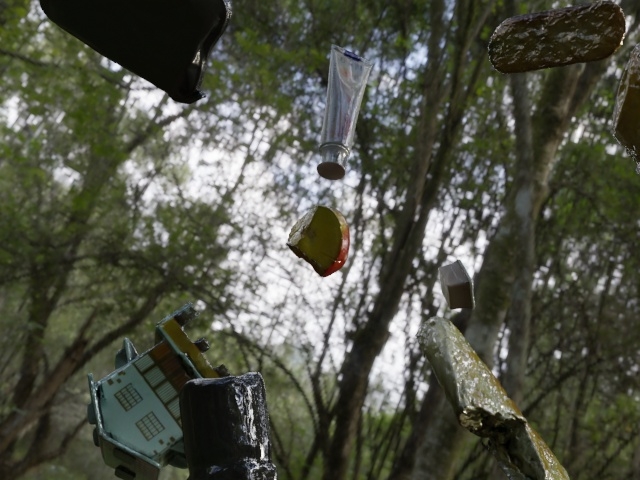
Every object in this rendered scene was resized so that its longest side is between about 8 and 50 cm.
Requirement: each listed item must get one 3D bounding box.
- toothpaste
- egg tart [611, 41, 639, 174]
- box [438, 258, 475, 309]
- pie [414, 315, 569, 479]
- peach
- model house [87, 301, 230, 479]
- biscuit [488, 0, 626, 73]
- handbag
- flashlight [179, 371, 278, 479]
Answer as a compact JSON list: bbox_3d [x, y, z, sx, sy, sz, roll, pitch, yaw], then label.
[{"bbox_3d":[0.044,-0.271,1.772,0.100,0.323,0.066,21,-33,-16],"label":"toothpaste"},{"bbox_3d":[0.662,-0.286,1.709,0.128,0.341,0.341,14,-27,11],"label":"egg tart"},{"bbox_3d":[0.330,0.111,2.088,0.062,0.122,0.089,-12,-63,-2],"label":"box"},{"bbox_3d":[0.247,0.242,1.271,0.338,0.075,0.337,51,8,-10],"label":"pie"},{"bbox_3d":[0.007,-0.001,1.784,0.118,0.151,0.151,32,-26,-30],"label":"peach"},{"bbox_3d":[-0.231,0.244,1.264,0.198,0.215,0.224,53,-23,11],"label":"model house"},{"bbox_3d":[0.418,-0.361,1.532,0.247,0.119,0.029,-2,-14,31],"label":"biscuit"},{"bbox_3d":[-0.297,-0.374,1.391,0.332,0.075,0.192,33,-69,7],"label":"handbag"},{"bbox_3d":[-0.072,0.346,0.858,0.103,0.424,0.103,-9,-18,-3],"label":"flashlight"}]
